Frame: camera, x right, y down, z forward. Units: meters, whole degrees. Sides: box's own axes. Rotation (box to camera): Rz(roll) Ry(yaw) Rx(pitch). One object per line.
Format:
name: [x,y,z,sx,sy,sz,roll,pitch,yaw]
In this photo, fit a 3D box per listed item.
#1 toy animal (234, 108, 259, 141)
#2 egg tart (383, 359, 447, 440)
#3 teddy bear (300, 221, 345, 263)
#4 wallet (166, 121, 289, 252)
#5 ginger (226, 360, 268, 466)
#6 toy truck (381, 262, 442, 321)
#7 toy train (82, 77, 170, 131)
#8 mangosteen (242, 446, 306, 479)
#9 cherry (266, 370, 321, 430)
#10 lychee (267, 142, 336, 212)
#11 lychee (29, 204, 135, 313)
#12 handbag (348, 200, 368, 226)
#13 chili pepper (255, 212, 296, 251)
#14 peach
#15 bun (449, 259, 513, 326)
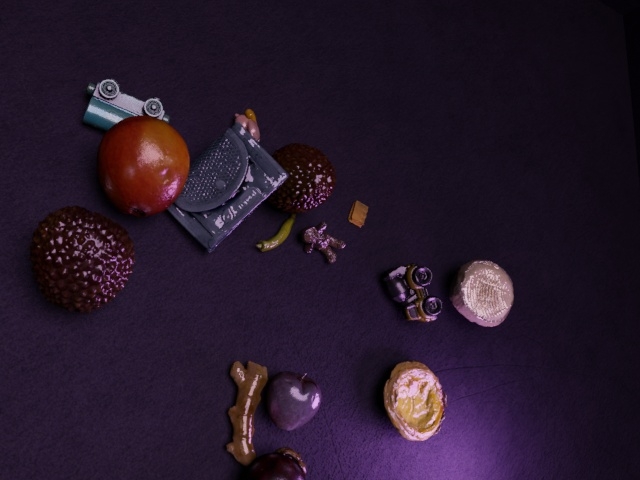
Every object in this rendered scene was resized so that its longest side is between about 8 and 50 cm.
toy animal: [-0.246,-0.369,1.912,0.082,0.091,0.114,-16,70,-5]
egg tart: [0.312,0.547,1.975,0.279,0.095,0.279,12,69,-33]
teddy bear: [-0.001,-0.002,1.952,0.160,0.078,0.119,32,97,-27]
wallet: [-0.293,-0.163,1.726,0.342,0.075,0.237,-44,89,-3]
ginger: [-0.214,0.504,1.687,0.118,0.065,0.299,6,72,-15]
toy truck: [0.323,0.193,2.061,0.165,0.147,0.224,-19,89,-9]
toy train: [-0.577,-0.368,1.704,0.248,0.101,0.159,20,81,-23]
mangosteen: [-0.121,0.680,1.636,0.194,0.194,0.230,49,33,-10]
cherry: [-0.081,0.478,1.733,0.176,0.140,0.176,-3,98,-18]
lychee: [-0.066,-0.197,1.866,0.236,0.271,0.236,-11,110,-31]
lychee: [-0.609,0.054,1.470,0.267,0.267,0.267,9,72,-28]
handbag: [0.139,-0.097,2.086,0.061,0.027,0.083,29,62,-20]
chili pepper: [-0.135,-0.019,1.899,0.049,0.043,0.208,38,52,13]
peach: [-0.490,-0.201,1.606,0.281,0.238,0.281,-1,86,10]
bun: [0.602,0.200,2.204,0.259,0.152,0.259,5,74,-17]
